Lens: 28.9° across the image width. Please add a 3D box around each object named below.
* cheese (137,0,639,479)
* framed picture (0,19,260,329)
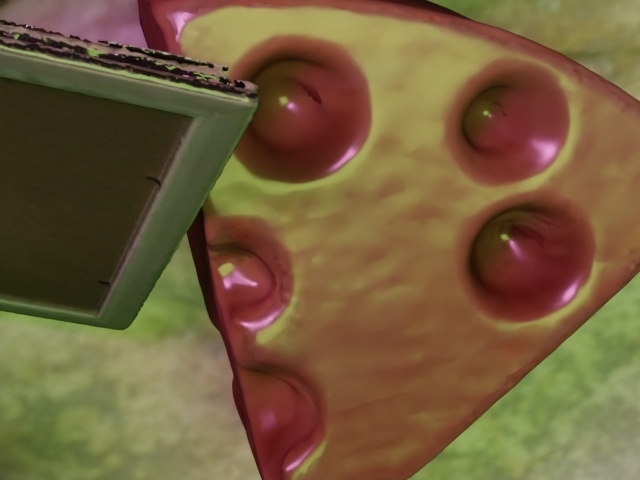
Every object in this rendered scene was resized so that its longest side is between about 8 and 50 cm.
[{"bbox_3d":[-0.002,-0.026,0.450,0.203,0.128,0.177,-42,110,5],"label":"cheese"},{"bbox_3d":[-0.173,-0.029,0.369,0.274,0.217,0.017,11,67,-16],"label":"framed picture"}]
